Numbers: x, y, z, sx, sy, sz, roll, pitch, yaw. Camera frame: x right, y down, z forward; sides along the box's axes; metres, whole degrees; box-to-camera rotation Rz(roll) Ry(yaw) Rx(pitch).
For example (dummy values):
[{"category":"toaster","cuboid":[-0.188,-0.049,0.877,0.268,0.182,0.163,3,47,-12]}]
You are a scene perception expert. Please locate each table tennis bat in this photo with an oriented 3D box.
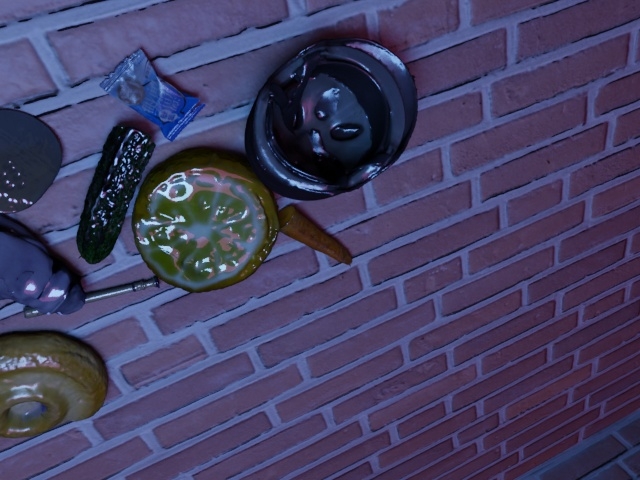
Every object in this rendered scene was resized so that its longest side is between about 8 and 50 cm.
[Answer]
[{"category":"table tennis bat","cuboid":[-0.477,-0.082,0.732,0.131,0.022,0.234,39,71,-29]}]

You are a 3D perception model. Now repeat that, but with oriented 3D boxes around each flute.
[{"category":"flute","cuboid":[-0.413,0.104,0.929,0.233,0.027,0.027,-13,124,-18]}]

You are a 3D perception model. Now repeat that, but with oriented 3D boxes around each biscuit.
[{"category":"biscuit","cuboid":[-0.543,0.270,0.929,0.274,0.091,0.213,-12,125,-16]}]

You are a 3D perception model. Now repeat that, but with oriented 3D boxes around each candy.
[{"category":"candy","cuboid":[-0.198,-0.033,0.892,0.260,0.118,0.259,-11,120,-19]},{"category":"candy","cuboid":[-0.260,-0.227,0.798,0.088,0.038,0.136,-40,121,18]}]

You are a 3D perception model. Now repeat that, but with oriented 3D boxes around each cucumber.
[{"category":"cucumber","cuboid":[-0.342,-0.069,0.828,0.077,0.077,0.265,18,109,-32]}]

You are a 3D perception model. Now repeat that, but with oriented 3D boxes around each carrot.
[{"category":"carrot","cuboid":[0.000,0.000,1.049,0.224,0.057,0.057,32,102,-39]}]

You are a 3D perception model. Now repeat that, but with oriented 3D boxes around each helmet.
[{"category":"helmet","cuboid":[0.006,-0.185,0.851,0.305,0.177,0.225,-35,95,-25]}]

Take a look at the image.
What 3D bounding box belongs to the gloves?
[{"category":"gloves","cuboid":[-0.502,0.026,0.804,0.285,0.119,0.142,33,70,-33]}]
